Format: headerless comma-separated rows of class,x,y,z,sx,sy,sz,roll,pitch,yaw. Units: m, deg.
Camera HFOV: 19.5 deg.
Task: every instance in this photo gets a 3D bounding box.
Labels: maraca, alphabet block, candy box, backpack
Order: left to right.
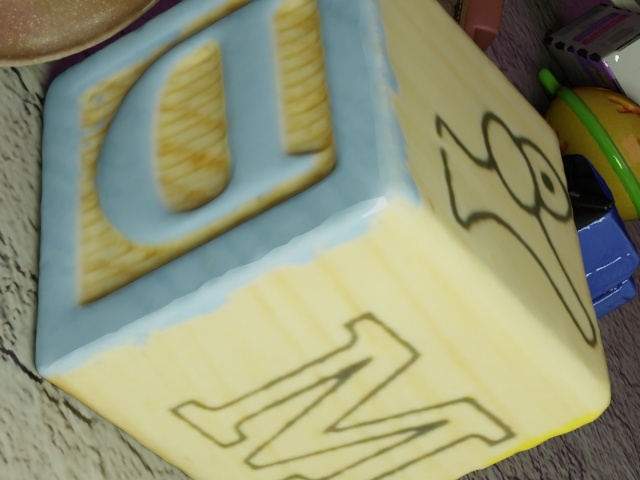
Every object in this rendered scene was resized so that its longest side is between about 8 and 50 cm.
alphabet block,0.000,0.000,0.889,0.197,0.193,0.192,42,32,-41
backpack,0.181,0.001,1.395,0.101,0.098,0.120,61,9,-30
maraca,0.233,-0.082,1.591,0.127,0.099,0.186,60,1,-29
candy box,0.295,-0.125,1.702,0.165,0.070,0.196,57,-1,-15

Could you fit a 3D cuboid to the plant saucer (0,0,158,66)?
plant saucer,-0.128,-0.173,0.842,0.036,0.198,0.198,46,8,39

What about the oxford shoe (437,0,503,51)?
oxford shoe,0.031,-0.095,1.199,0.130,0.123,0.348,28,35,-12

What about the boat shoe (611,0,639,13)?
boat shoe,0.231,-0.423,1.802,0.500,0.156,0.187,54,16,9
